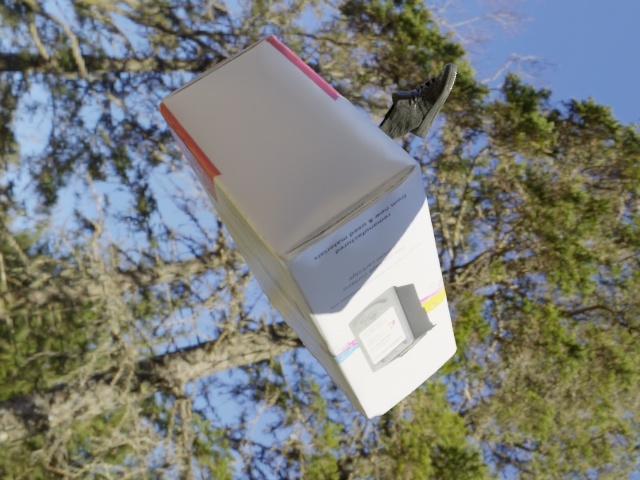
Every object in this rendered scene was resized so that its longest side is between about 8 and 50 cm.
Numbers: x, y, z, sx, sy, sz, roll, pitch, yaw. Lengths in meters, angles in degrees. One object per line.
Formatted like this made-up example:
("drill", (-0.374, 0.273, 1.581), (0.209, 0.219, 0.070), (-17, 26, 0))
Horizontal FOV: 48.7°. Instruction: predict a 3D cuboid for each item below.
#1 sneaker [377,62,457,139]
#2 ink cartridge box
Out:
("sneaker", (0.163, -0.241, 1.229), (0.051, 0.089, 0.170), (-77, -170, -57))
("ink cartridge box", (0.000, 0.000, 0.663), (0.226, 0.131, 0.306), (48, -11, 36))
